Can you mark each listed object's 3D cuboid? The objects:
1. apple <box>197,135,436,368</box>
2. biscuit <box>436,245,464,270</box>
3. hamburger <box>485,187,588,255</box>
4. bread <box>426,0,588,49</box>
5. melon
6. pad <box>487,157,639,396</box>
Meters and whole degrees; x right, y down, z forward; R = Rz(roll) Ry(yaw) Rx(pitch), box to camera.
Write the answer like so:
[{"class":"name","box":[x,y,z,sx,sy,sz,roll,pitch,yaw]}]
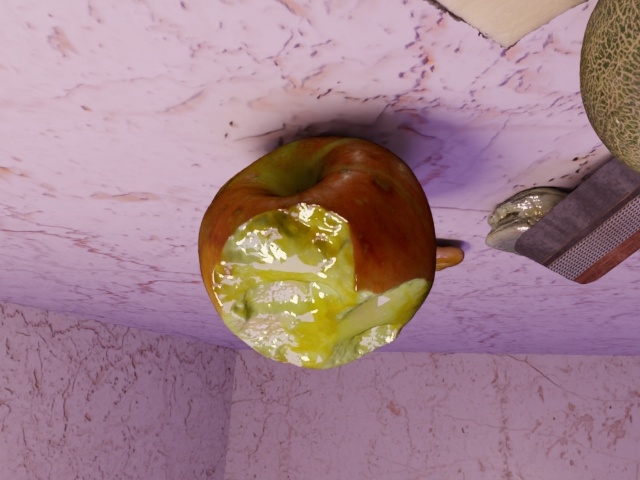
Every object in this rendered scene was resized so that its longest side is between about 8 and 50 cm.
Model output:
[{"class":"apple","box":[0.004,0.020,0.573,0.246,0.246,0.226,-5,125,25]},{"class":"biscuit","box":[0.140,0.039,0.998,0.259,0.041,0.202,-10,158,44]},{"class":"hamburger","box":[0.292,-0.019,0.738,0.132,0.063,0.140,7,165,-3]},{"class":"bread","box":[0.091,-0.168,0.330,0.153,0.028,0.068,15,160,-31]},{"class":"melon","box":[0.226,-0.106,0.322,0.139,0.139,0.192,-6,159,29]},{"class":"pad","box":[0.310,0.055,0.695,0.249,0.323,0.055,18,-163,-42]}]
